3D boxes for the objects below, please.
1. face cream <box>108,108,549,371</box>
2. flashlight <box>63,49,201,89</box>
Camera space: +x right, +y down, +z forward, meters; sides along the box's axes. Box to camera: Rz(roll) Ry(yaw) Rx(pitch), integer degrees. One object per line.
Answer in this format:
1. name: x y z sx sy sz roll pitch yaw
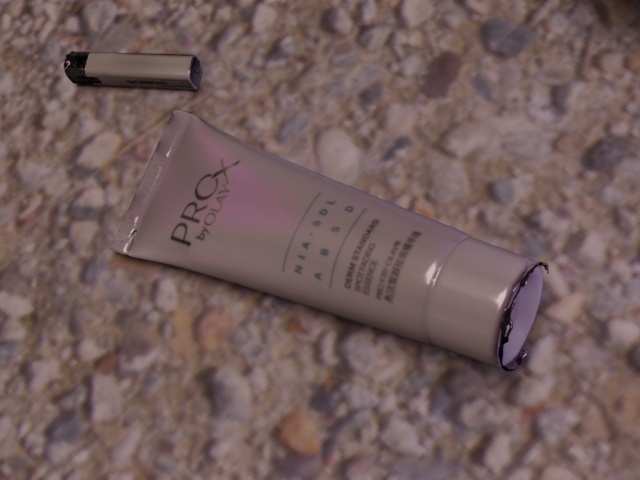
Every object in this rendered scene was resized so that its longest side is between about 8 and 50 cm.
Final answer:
1. face cream: 0.000 0.000 0.594 0.244 0.058 0.092 19 78 26
2. flashlight: -0.115 -0.104 0.682 0.083 0.018 0.018 4 69 15
